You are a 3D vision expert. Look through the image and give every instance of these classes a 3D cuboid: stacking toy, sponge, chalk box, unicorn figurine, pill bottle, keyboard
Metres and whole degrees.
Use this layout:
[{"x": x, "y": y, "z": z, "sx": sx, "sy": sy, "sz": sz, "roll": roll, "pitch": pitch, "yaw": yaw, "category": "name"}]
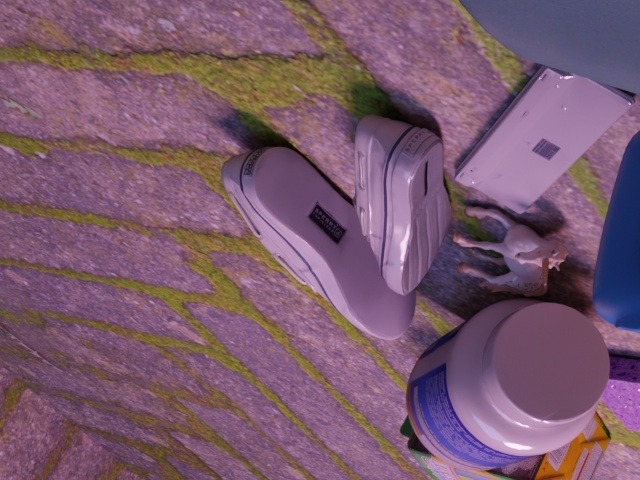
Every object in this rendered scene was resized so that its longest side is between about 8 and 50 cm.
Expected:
[{"x": 0.350, "y": 0.037, "z": 1.148, "sx": 0.175, "sy": 0.165, "sz": 0.302, "roll": 2, "pitch": 162, "yaw": 41, "category": "stacking toy"}, {"x": 0.368, "y": 0.163, "z": 1.523, "sx": 0.210, "sy": 0.031, "sz": 0.117, "roll": 4, "pitch": 148, "yaw": 46, "category": "sponge"}, {"x": 0.194, "y": 0.223, "z": 1.733, "sx": 0.213, "sy": 0.132, "sz": 0.132, "roll": 12, "pitch": 153, "yaw": 38, "category": "chalk box"}, {"x": 0.177, "y": 0.013, "z": 1.397, "sx": 0.111, "sy": 0.060, "sz": 0.162, "roll": 19, "pitch": 173, "yaw": 22, "category": "unicorn figurine"}, {"x": 0.185, "y": 0.141, "z": 1.503, "sx": 0.152, "sy": 0.152, "sz": 0.272, "roll": 29, "pitch": 164, "yaw": -3, "category": "pill bottle"}, {"x": 0.175, "y": -0.080, "z": 1.242, "sx": 0.072, "sy": 0.014, "sz": 0.256, "roll": 24, "pitch": 159, "yaw": -4, "category": "keyboard"}]

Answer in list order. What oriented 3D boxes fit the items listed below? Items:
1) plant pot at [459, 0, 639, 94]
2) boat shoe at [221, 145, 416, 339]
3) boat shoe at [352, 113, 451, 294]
[{"x": 0.160, "y": -0.185, "z": 0.831, "sx": 0.166, "sy": 0.165, "sz": 0.234, "roll": 21, "pitch": 163, "yaw": 19, "category": "plant pot"}, {"x": 0.000, "y": 0.000, "z": 1.542, "sx": 0.084, "sy": 0.095, "sz": 0.258, "roll": 4, "pitch": 138, "yaw": 54, "category": "boat shoe"}, {"x": 0.069, "y": -0.039, "z": 1.391, "sx": 0.076, "sy": 0.083, "sz": 0.226, "roll": 33, "pitch": 150, "yaw": 21, "category": "boat shoe"}]
